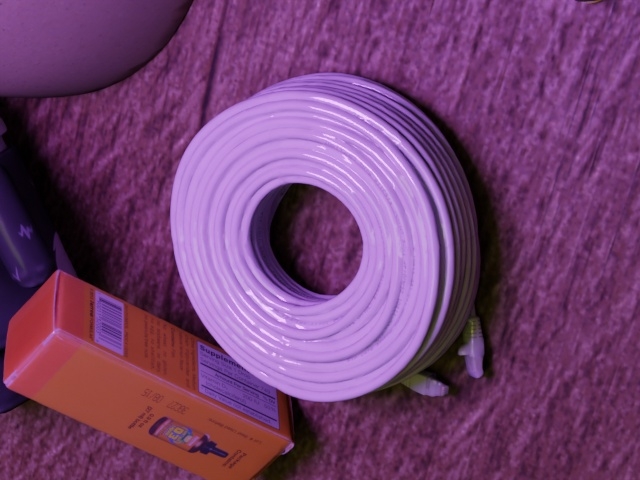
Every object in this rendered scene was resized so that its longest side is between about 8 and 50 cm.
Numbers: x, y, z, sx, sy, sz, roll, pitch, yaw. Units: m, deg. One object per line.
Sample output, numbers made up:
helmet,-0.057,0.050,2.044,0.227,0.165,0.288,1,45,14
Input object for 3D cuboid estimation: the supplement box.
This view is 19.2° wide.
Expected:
supplement box,-0.134,0.116,1.516,0.233,0.080,0.078,30,122,-26

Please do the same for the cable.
cable,0.000,0.000,1.477,0.257,0.089,0.257,6,106,27

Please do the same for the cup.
cup,-0.286,-0.255,1.476,0.331,0.237,0.331,8,107,26

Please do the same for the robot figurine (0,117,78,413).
robot figurine,-0.310,0.008,1.588,0.209,0.173,0.278,-21,100,13

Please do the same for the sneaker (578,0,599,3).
sneaker,0.212,-0.188,1.344,0.083,0.035,0.031,-26,91,31
